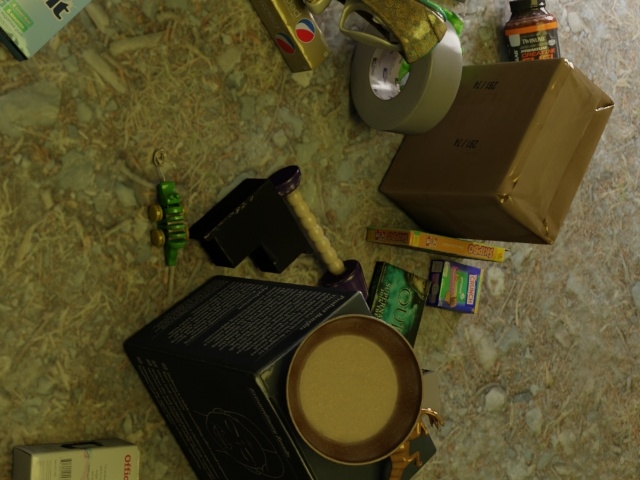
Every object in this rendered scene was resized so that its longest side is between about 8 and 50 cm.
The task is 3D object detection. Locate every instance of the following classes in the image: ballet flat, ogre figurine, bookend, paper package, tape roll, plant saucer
[{"bbox_3d":[0.043,-0.402,1.854,0.123,0.348,0.123,-49,163,-21],"label":"ballet flat"},{"bbox_3d":[0.199,-0.345,2.058,0.118,0.097,0.197,5,78,1],"label":"ogre figurine"},{"bbox_3d":[-0.117,0.004,1.870,0.156,0.072,0.157,-44,117,-26],"label":"bookend"},{"bbox_3d":[0.315,-0.161,2.027,0.168,0.324,0.310,38,71,-31],"label":"paper package"},{"bbox_3d":[0.146,-0.295,1.961,0.072,0.219,0.219,5,89,-36],"label":"tape roll"},{"bbox_3d":[0.042,0.198,1.504,0.198,0.036,0.199,3,83,-22],"label":"plant saucer"}]

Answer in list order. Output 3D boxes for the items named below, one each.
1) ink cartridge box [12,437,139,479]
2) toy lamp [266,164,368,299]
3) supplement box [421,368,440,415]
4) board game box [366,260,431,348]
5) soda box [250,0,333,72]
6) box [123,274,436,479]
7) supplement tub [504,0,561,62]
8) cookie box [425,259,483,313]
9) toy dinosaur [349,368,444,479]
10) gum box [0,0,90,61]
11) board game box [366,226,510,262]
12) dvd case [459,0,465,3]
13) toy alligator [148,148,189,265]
[{"bbox_3d":[-0.369,0.372,1.697,0.175,0.072,0.128,2,90,-37],"label":"ink cartridge box"},{"bbox_3d":[0.000,0.000,1.953,0.080,0.080,0.275,-45,117,-26],"label":"toy lamp"},{"bbox_3d":[0.075,0.254,1.919,0.130,0.239,0.073,-12,100,-36],"label":"supplement box"},{"bbox_3d":[0.132,0.145,2.090,0.126,0.026,0.186,22,79,-35],"label":"board game box"},{"bbox_3d":[-0.057,-0.375,1.904,0.058,0.061,0.181,-45,116,-26],"label":"soda box"},{"bbox_3d":[-0.070,0.236,1.714,0.212,0.395,0.294,-37,113,-29],"label":"box"},{"bbox_3d":[0.422,-0.382,2.235,0.106,0.106,0.198,-18,102,-35],"label":"supplement tub"},{"bbox_3d":[0.259,0.090,2.173,0.107,0.040,0.092,13,83,-37],"label":"cookie box"},{"bbox_3d":[0.108,0.259,1.562,0.112,0.064,0.212,-17,101,-35],"label":"toy dinosaur"},{"bbox_3d":[-0.422,-0.381,1.645,0.184,0.041,0.157,-51,119,-23],"label":"gum box"},{"bbox_3d":[0.223,0.009,2.091,0.259,0.124,0.039,7,90,-36],"label":"board game box"},{"bbox_3d":[0.252,-0.560,2.088,0.221,0.018,0.165,26,94,-51],"label":"dvd case"},{"bbox_3d":[-0.238,-0.052,1.790,0.056,0.051,0.190,-9,97,-37],"label":"toy alligator"}]
